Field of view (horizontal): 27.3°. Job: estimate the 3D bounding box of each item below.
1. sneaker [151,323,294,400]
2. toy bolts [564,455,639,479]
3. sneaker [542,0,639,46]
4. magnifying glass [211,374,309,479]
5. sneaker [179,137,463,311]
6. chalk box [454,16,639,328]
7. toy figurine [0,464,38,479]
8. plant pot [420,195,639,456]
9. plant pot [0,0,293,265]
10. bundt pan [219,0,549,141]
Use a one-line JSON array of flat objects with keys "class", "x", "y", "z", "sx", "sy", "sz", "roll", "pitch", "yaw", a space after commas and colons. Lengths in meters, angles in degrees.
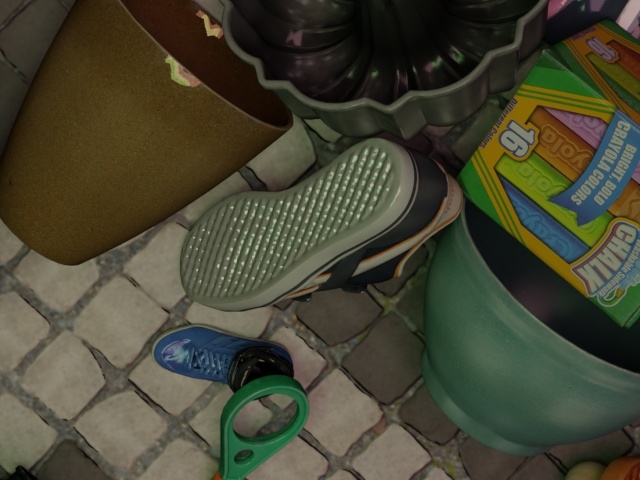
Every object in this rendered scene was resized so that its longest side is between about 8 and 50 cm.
[{"class": "sneaker", "x": -0.102, "y": 0.129, "z": 1.394, "sx": 0.152, "sy": 0.084, "sz": 0.058, "roll": 11, "pitch": 98, "yaw": -10}, {"class": "toy bolts", "x": 0.361, "y": 0.364, "z": 1.511, "sx": 0.218, "sy": 0.158, "sz": 0.228, "roll": 19, "pitch": 86, "yaw": -52}, {"class": "sneaker", "x": 0.309, "y": -0.346, "z": 1.360, "sx": 0.131, "sy": 0.112, "sz": 0.319, "roll": 25, "pitch": 94, "yaw": -15}, {"class": "magnifying glass", "x": -0.087, "y": 0.234, "z": 1.405, "sx": 0.092, "sy": 0.026, "sz": 0.231, "roll": 13, "pitch": 122, "yaw": -32}, {"class": "sneaker", "x": 0.000, "y": 0.000, "z": 1.324, "sx": 0.127, "sy": 0.321, "sz": 0.126, "roll": 15, "pitch": 63, "yaw": -45}, {"class": "chalk box", "x": 0.313, "y": -0.050, "z": 1.283, "sx": 0.289, "sy": 0.180, "sz": 0.179, "roll": 40, "pitch": 124, "yaw": 12}, {"class": "toy figurine", "x": -0.296, "y": 0.355, "z": 1.339, "sx": 0.148, "sy": 0.209, "sz": 0.213, "roll": -42, "pitch": 102, "yaw": -10}, {"class": "plant pot", "x": 0.222, "y": 0.097, "z": 1.361, "sx": 0.293, "sy": 0.293, "sz": 0.196, "roll": 25, "pitch": 122, "yaw": -12}, {"class": "plant pot", "x": -0.197, "y": -0.104, "z": 1.285, "sx": 0.237, "sy": 0.237, "sz": 0.254, "roll": 41, "pitch": 107, "yaw": -13}, {"class": "bundt pan", "x": 0.071, "y": -0.234, "z": 1.275, "sx": 0.331, "sy": 0.124, "sz": 0.330, "roll": -6, "pitch": 63, "yaw": 12}]
